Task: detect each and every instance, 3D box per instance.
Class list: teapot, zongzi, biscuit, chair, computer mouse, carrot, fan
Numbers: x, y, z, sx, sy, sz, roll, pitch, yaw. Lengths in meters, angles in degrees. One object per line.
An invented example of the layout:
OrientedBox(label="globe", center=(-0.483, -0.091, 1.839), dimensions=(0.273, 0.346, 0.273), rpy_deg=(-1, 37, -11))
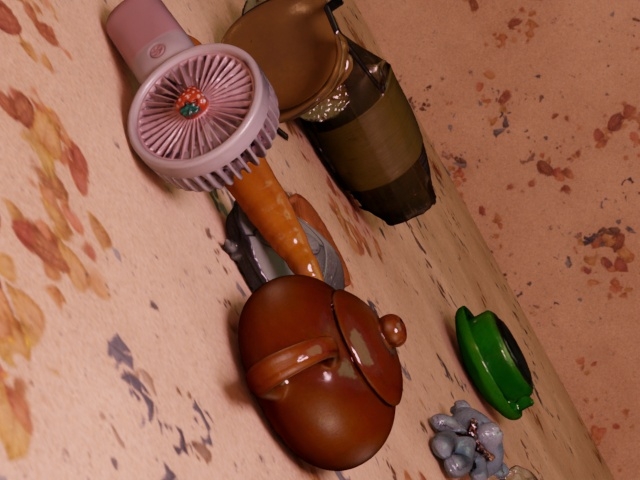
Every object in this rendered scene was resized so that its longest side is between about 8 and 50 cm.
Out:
OrientedBox(label="teapot", center=(0.008, 0.101, 1.089), dimensions=(0.178, 0.135, 0.252), rpy_deg=(60, 10, 13))
OrientedBox(label="zongzi", center=(0.050, -0.199, 1.943), dimensions=(0.289, 0.154, 0.317), rpy_deg=(62, 4, -35))
OrientedBox(label="biscuit", center=(0.000, 0.000, 1.557), dimensions=(0.130, 0.019, 0.102), rpy_deg=(60, 11, 0))
OrientedBox(label="chair", center=(-0.033, -0.219, 1.592), dimensions=(0.172, 0.159, 0.247), rpy_deg=(65, 11, 6))
OrientedBox(label="computer mouse", center=(-0.026, 0.018, 1.288), dimensions=(0.113, 0.068, 0.229), rpy_deg=(65, 12, 23))
OrientedBox(label="carrot", center=(-0.083, -0.088, 1.224), dimensions=(0.336, 0.069, 0.069), rpy_deg=(55, 10, 15))
OrientedBox(label="fan", center=(-0.129, -0.143, 1.150), dimensions=(0.244, 0.130, 0.074), rpy_deg=(53, 1, 37))

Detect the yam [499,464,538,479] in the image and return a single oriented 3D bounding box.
OrientedBox(label="yam", center=(0.333, 0.416, 1.869), dimensions=(0.317, 0.067, 0.071), rpy_deg=(50, 3, -46))

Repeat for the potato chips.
OrientedBox(label="potato chips", center=(-0.035, -0.258, 1.734), dimensions=(0.209, 0.142, 0.026), rpy_deg=(39, 14, 15))

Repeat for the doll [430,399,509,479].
OrientedBox(label="doll", center=(0.195, 0.257, 1.633), dimensions=(0.120, 0.075, 0.180), rpy_deg=(60, 11, 13))

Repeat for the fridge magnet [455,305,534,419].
OrientedBox(label="fridge magnet", center=(0.285, 0.198, 2.110), dimensions=(0.208, 0.088, 0.208), rpy_deg=(56, 13, -20))
